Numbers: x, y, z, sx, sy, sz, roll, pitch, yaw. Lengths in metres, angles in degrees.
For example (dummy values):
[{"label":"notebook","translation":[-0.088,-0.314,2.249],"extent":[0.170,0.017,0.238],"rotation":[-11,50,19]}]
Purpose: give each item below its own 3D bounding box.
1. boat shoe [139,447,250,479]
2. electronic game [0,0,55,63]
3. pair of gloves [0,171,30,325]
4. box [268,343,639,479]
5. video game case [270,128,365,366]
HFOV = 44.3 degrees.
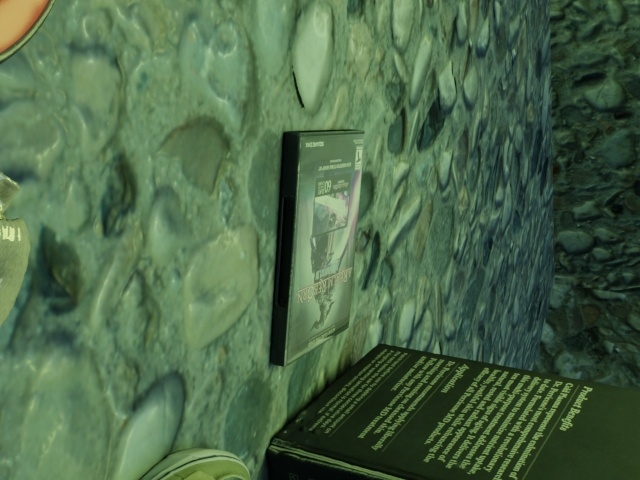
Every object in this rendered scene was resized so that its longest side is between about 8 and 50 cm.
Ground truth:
[{"label":"boat shoe","translation":[-0.131,0.260,0.688],"extent":[0.302,0.094,0.109],"rotation":[0,98,-66]},{"label":"electronic game","translation":[-0.210,-0.197,0.405],"extent":[0.229,0.048,0.229],"rotation":[8,90,-67]},{"label":"pair of gloves","translation":[-0.247,0.024,0.407],"extent":[0.240,0.042,0.204],"rotation":[41,61,-64]},{"label":"box","translation":[0.232,0.434,1.010],"extent":[0.297,0.472,0.479],"rotation":[-32,121,-49]},{"label":"video game case","translation":[0.000,0.000,0.985],"extent":[0.196,0.026,0.274],"rotation":[-18,114,-64]}]
